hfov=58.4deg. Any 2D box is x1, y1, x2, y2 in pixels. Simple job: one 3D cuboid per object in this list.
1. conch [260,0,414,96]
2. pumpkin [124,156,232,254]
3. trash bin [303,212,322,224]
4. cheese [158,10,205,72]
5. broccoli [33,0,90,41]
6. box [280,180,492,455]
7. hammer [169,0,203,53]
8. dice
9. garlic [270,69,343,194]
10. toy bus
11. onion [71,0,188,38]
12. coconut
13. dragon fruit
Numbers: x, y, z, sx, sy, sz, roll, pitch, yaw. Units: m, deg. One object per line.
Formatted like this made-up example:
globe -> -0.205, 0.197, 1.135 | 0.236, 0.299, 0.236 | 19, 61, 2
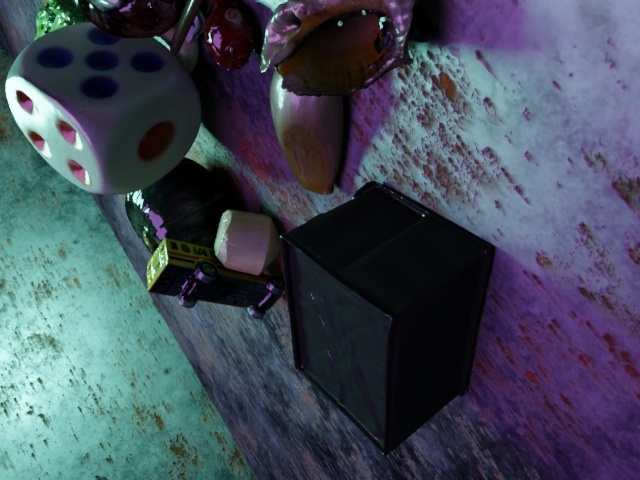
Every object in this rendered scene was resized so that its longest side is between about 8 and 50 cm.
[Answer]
conch -> 0.029, -0.274, 0.723 | 0.163, 0.245, 0.178 | 34, -152, -57
pumpkin -> -0.361, -0.065, 1.509 | 0.323, 0.241, 0.323 | 41, 150, 31
trash bin -> 0.000, 0.000, 1.167 | 0.092, 0.043, 0.061 | 58, 152, 5
cheese -> -0.297, -0.451, 1.257 | 0.235, 0.049, 0.127 | -7, 108, 62
broccoli -> -0.691, -0.548, 1.634 | 0.307, 0.275, 0.308 | 32, 169, 7
box -> 0.099, 0.126, 0.936 | 0.251, 0.204, 0.345 | 36, 143, 40
hammer -> -0.219, -0.455, 1.036 | 0.365, 0.043, 0.111 | -32, 56, 56
dice -> -0.477, -0.299, 1.295 | 0.304, 0.304, 0.277 | 34, 145, 13
garlic -> -0.024, -0.208, 0.976 | 0.143, 0.112, 0.318 | 39, 156, 32
toy bus -> -0.248, 0.094, 1.403 | 0.121, 0.335, 0.123 | -50, 44, 28
onion -> -0.377, -0.562, 1.131 | 0.313, 0.232, 0.314 | 18, 132, 21
coconut -> -0.167, 0.003, 1.351 | 0.147, 0.152, 0.147 | -169, 90, -70
dragon fruit -> -0.176, -0.411, 1.054 | 0.094, 0.094, 0.191 | -2, 102, 60
